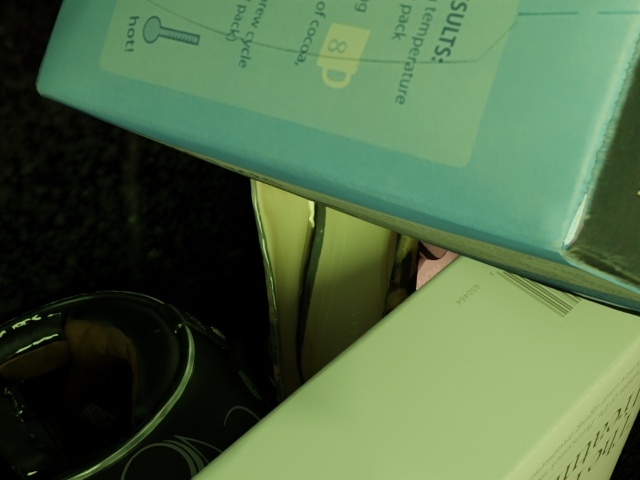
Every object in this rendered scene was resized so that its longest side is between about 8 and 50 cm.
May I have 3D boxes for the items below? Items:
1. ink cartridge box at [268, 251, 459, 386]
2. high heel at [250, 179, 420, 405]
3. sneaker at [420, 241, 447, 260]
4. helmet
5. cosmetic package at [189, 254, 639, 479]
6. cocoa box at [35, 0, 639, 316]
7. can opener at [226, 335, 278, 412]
[{"bbox_3d":[0.019,0.171,0.887,0.296,0.066,0.261,-37,116,-14],"label":"ink cartridge box"},{"bbox_3d":[0.000,0.000,0.626,0.261,0.093,0.186,65,33,-56],"label":"high heel"},{"bbox_3d":[0.081,-0.018,0.801,0.032,0.037,0.083,-12,132,-40],"label":"sneaker"},{"bbox_3d":[-0.099,0.124,0.652,0.169,0.169,0.161,-33,130,-19],"label":"helmet"},{"bbox_3d":[0.004,0.185,0.615,0.377,0.097,0.284,-37,152,-36],"label":"cosmetic package"},{"bbox_3d":[0.100,-0.160,0.464,0.228,0.231,0.347,18,91,-49],"label":"cocoa box"},{"bbox_3d":[0.000,0.126,0.802,0.059,0.073,0.186,-24,121,25],"label":"can opener"}]
